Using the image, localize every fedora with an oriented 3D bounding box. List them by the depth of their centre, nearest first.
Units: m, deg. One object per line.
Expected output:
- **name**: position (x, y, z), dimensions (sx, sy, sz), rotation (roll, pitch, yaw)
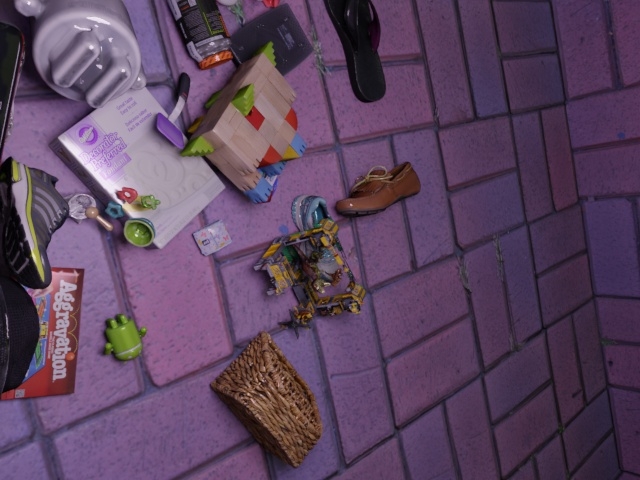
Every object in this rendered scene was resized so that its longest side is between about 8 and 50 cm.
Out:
- **fedora**: position (-0.648, 0.183, 0.999), dimensions (0.152, 0.334, 0.334), rotation (7, 84, -67)

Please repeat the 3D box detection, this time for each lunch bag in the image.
- **lunch bag**: position (-0.286, -0.007, 1.375), dimensions (0.083, 0.053, 0.071), rotation (-30, 105, -25)

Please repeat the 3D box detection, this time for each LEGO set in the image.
- **LEGO set**: position (-0.029, 0.119, 1.438), dimensions (0.192, 0.255, 0.331), rotation (-57, 136, -55)

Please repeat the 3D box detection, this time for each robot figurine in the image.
- **robot figurine**: position (-0.491, -0.426, 1.084), dimensions (0.200, 0.353, 0.300), rotation (-37, 143, 12)
- **robot figurine**: position (-0.461, 0.231, 1.225), dimensions (0.101, 0.067, 0.115), rotation (-26, 105, -37)

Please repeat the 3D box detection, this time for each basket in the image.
- **basket**: position (-0.102, 0.422, 1.403), dimensions (0.223, 0.213, 0.299), rotation (-44, 114, -29)

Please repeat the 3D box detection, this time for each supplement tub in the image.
- **supplement tub**: position (-0.303, -0.545, 1.335), dimensions (0.117, 0.117, 0.190), rotation (-30, 106, -34)

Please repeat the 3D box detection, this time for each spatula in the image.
- **spatula**: position (-0.345, -0.326, 1.264), dimensions (0.084, 0.030, 0.296), rotation (45, 32, -38)

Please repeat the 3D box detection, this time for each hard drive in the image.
- **hard drive**: position (-0.147, -0.551, 1.492), dimensions (0.255, 0.054, 0.172), rotation (-46, 115, -29)

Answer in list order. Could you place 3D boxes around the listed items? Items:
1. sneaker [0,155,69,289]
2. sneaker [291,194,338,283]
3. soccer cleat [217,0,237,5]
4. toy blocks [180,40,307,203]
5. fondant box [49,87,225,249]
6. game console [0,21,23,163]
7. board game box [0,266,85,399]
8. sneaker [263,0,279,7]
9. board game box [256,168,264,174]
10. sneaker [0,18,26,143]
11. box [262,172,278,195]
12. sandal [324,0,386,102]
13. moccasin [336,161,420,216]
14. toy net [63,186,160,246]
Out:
- **sneaker**: position (-0.574, -0.039, 1.067), dimensions (0.121, 0.111, 0.300), rotation (7, 55, -48)
- **sneaker**: position (0.000, 0.000, 1.548), dimensions (0.110, 0.122, 0.283), rotation (-27, 105, -34)
- **soccer cleat**: position (-0.270, -0.793, 1.349), dimensions (0.116, 0.143, 0.331), rotation (-22, 102, -36)
- **toy blocks**: position (-0.152, -0.278, 1.338), dimensions (0.261, 0.191, 0.381), rotation (45, 53, -33)
- **fondant box**: position (-0.425, -0.174, 1.247), dimensions (0.238, 0.096, 0.330), rotation (-50, 116, -27)
- **game console**: position (-0.767, -0.268, 0.920), dimensions (0.386, 0.060, 0.342), rotation (12, 99, -24)
- **board game box**: position (-0.607, 0.198, 1.142), dimensions (0.145, 0.027, 0.281), rotation (6, 85, -38)
- **sneaker**: position (-0.156, -0.718, 1.384), dimensions (0.314, 0.116, 0.136), rotation (-12, 112, -74)
- **board game box**: position (-0.216, -0.276, 1.411), dimensions (0.210, 0.047, 0.160), rotation (45, 57, -18)
- **sneaker**: position (-0.665, -0.292, 1.057), dimensions (0.111, 0.129, 0.297), rotation (21, 94, -28)
- **box**: position (-0.182, -0.180, 1.474), dimensions (0.136, 0.028, 0.081), rotation (37, 66, -33)
- **sandal**: position (0.137, -0.676, 1.678), dimensions (0.167, 0.107, 0.446), rotation (-28, 105, -34)
- **moccasin**: position (0.189, -0.172, 1.686), dimensions (0.380, 0.139, 0.147), rotation (-25, 103, -35)
- **toy net**: position (-0.476, -0.065, 1.152), dimensions (0.232, 0.045, 0.122), rotation (12, 122, -3)
